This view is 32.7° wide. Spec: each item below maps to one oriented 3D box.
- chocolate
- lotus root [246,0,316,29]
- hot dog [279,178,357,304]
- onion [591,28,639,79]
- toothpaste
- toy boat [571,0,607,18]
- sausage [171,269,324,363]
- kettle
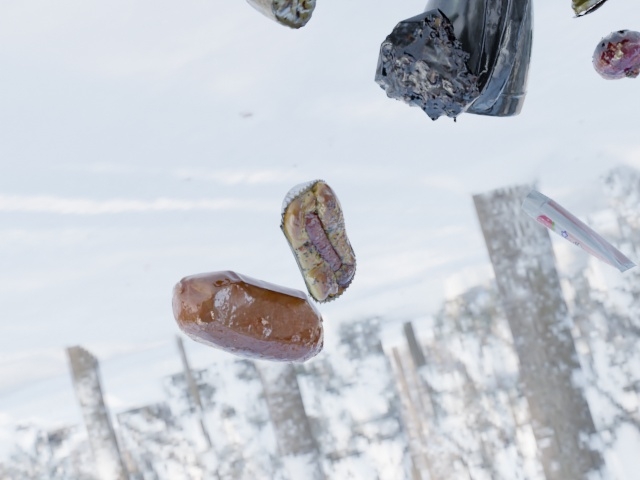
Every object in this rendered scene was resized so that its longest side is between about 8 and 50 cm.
[{"bbox_3d":[0.176,-0.243,1.612,0.156,0.133,0.156,-31,150,-20],"label":"chocolate"},{"bbox_3d":[-0.068,-0.375,1.555,0.095,0.135,0.159,-36,141,-29],"label":"lotus root"},{"bbox_3d":[0.000,0.000,1.559,0.059,0.191,0.108,19,-130,44],"label":"hot dog"},{"bbox_3d":[0.541,-0.331,1.961,0.107,0.097,0.107,-20,163,-7],"label":"onion"},{"bbox_3d":[0.403,-0.011,1.708,0.067,0.194,0.043,-13,135,-54],"label":"toothpaste"},{"bbox_3d":[0.540,-0.516,1.669,0.445,0.136,0.162,-36,-158,-6],"label":"toy boat"},{"bbox_3d":[-0.108,0.118,1.657,0.258,0.133,0.133,16,158,-28],"label":"sausage"},{"bbox_3d":[0.249,-0.351,1.759,0.207,0.271,0.251,17,-162,19],"label":"kettle"}]
